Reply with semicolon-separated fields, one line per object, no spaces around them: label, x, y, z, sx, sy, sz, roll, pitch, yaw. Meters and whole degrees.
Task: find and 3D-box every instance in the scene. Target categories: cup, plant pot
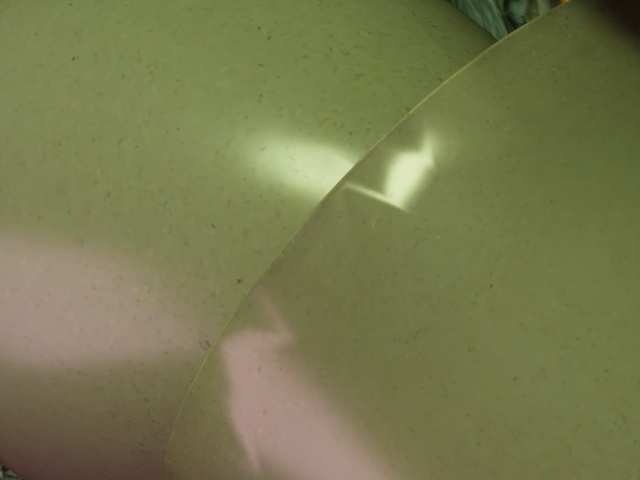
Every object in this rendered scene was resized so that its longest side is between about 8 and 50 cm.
cup;0.000;0.000;0.855;0.237;0.331;0.331;11;127;48
plant pot;0.133;0.098;0.570;0.274;0.256;0.256;44;161;22

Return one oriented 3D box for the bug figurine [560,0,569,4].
bug figurine;0.059;-0.225;0.613;0.279;0.072;0.216;65;176;-18
